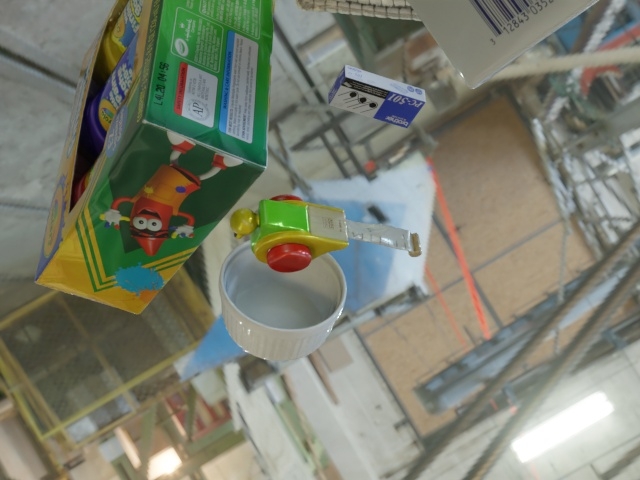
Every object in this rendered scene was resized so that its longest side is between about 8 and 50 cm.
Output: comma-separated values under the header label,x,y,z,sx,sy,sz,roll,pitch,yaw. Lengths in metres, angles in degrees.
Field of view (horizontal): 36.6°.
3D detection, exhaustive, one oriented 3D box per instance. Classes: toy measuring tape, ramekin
label,x,y,z,sx,sy,sz,roll,pitch,yaw
toy measuring tape,0.000,0.000,1.523,0.330,0.121,0.121,10,153,-31
ramekin,-0.067,0.100,1.584,0.207,0.207,0.109,-29,149,-33

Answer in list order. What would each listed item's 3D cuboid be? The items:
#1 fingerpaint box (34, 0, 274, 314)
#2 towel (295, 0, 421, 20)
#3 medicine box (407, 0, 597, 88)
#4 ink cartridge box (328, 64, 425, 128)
label,x,y,z,sx,sy,sz,roll,pitch,yaw
fingerpaint box,-0.219,-0.187,1.302,0.163,0.445,0.371,20,140,-24
towel,0.114,-0.395,1.374,0.284,0.121,0.235,6,-157,6
medicine box,0.281,-0.337,1.073,0.289,0.149,0.263,-39,-176,-35
ink cartridge box,0.132,-0.335,2.262,0.207,0.046,0.097,14,139,-19
